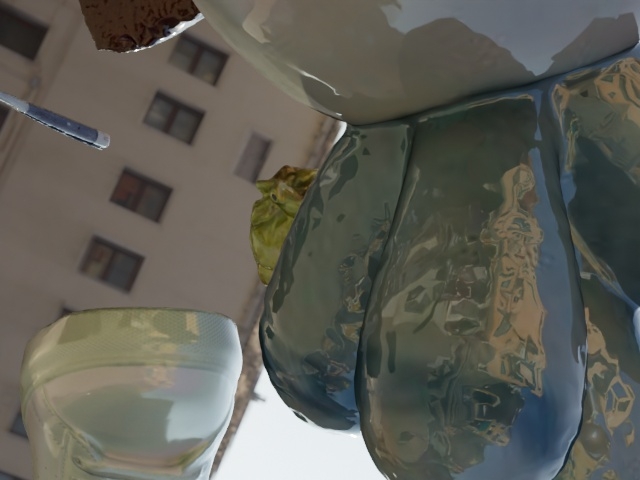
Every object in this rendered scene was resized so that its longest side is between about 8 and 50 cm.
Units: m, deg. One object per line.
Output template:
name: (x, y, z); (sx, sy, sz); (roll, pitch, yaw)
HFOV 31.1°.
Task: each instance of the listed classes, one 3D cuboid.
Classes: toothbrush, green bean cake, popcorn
toothbrush: (-0.310, -0.139, 1.243); (0.288, 0.026, 0.024); (22, 81, -67)
green bean cake: (-0.081, -0.262, 1.022); (0.232, 0.097, 0.198); (-14, -161, 43)
popcorn: (0.000, 0.000, 1.112); (0.162, 0.141, 0.136); (124, -30, -67)

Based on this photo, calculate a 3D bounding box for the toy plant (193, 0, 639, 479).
toy plant: (0.076, -0.023, 0.457); (0.247, 0.247, 0.332); (-172, -114, -71)

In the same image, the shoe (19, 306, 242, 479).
shoe: (-0.129, 0.168, 0.742); (0.363, 0.131, 0.160); (119, -31, -60)
